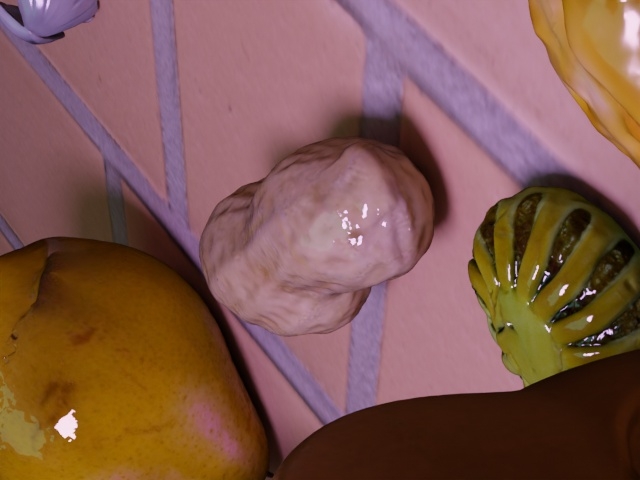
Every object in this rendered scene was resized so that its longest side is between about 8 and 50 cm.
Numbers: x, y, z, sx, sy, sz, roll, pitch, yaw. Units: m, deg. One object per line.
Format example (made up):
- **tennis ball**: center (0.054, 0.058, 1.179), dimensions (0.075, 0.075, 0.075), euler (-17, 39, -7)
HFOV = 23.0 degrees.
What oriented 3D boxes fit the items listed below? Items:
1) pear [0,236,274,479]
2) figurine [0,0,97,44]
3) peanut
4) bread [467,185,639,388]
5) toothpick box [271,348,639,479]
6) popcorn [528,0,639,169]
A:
- **pear**: center (-0.200, 0.144, 1.516), dimensions (0.336, 0.285, 0.285), euler (26, -169, -47)
- **figurine**: center (-0.238, -0.215, 1.383), dimensions (0.094, 0.086, 0.082), euler (26, -162, -34)
- **peanut**: center (0.000, 0.000, 1.060), dimensions (0.123, 0.123, 0.256), euler (63, 155, -3)
- **bread**: center (0.135, 0.040, 0.866), dimensions (0.130, 0.071, 0.139), euler (31, 144, 44)
- **toothpick box**: center (0.169, 0.246, 0.596), dimensions (0.409, 0.409, 0.425), euler (34, 141, 49)
- **popcorn**: center (0.181, -0.075, 0.499), dimensions (0.253, 0.190, 0.191), euler (50, -172, 1)
